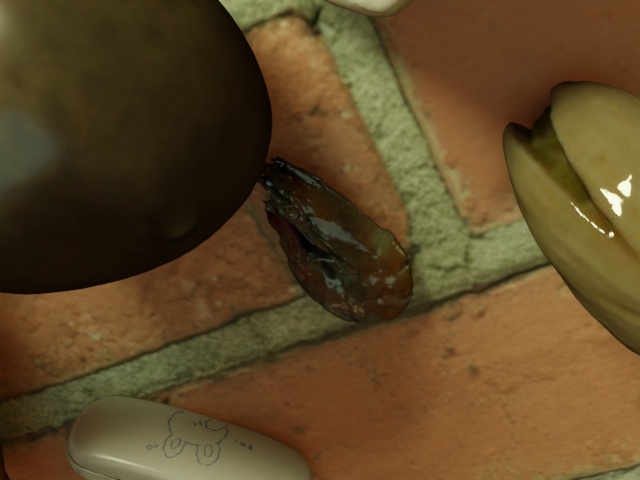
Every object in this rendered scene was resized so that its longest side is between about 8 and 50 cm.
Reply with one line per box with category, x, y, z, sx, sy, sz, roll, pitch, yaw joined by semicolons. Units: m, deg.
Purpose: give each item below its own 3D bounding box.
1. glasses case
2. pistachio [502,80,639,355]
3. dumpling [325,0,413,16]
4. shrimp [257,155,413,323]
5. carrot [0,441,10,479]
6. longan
glasses case;-0.122;0.210;0.728;0.233;0.092;0.059;16;122;2
pistachio;0.209;-0.014;0.500;0.136;0.136;0.226;-48;62;28
dumpling;0.042;-0.292;0.409;0.243;0.187;0.318;33;116;37
shrimp;0.000;0.000;0.620;0.101;0.042;0.190;-32;110;31
carrot;-0.402;0.165;0.681;0.224;0.224;0.340;2;126;8
longan;-0.165;-0.082;0.485;0.258;0.258;0.258;4;119;7
